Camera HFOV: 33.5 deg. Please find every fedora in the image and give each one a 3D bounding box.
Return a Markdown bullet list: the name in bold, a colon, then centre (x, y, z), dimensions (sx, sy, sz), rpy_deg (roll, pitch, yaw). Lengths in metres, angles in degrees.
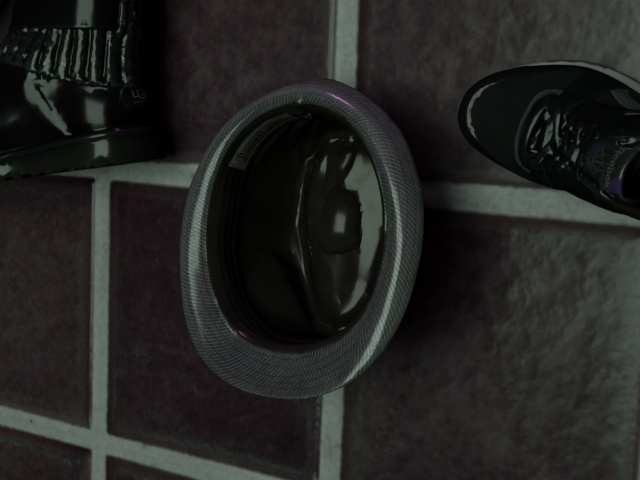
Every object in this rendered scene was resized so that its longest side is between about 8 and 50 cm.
- **fedora**: centre (0.000, 0.000, 0.952), dimensions (0.243, 0.124, 0.275), rpy_deg (-4, 84, 31)

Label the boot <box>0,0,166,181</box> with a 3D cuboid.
- **boot**: centre (-0.319, -0.199, 1.133), dimensions (0.348, 0.131, 0.260), rpy_deg (-5, 99, 22)

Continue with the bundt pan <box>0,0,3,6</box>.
- **bundt pan**: centre (-0.469, -0.371, 1.138), dimensions (0.330, 0.124, 0.331), rpy_deg (3, 112, 7)

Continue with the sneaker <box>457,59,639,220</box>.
- **sneaker**: centre (0.220, -0.073, 0.804), dimensions (0.283, 0.124, 0.107), rpy_deg (22, 105, 30)
